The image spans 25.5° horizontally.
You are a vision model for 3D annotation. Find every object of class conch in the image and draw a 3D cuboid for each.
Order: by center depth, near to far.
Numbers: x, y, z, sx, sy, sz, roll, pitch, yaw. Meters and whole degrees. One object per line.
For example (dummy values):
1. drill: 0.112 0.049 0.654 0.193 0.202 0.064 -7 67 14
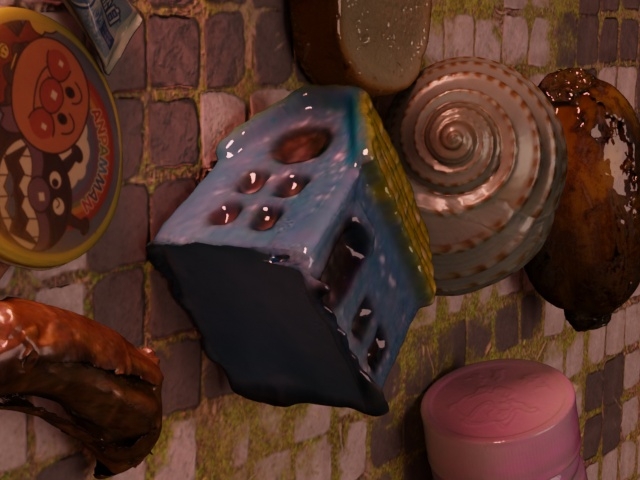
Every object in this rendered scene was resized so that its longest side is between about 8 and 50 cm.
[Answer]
1. conch: 0.196 -0.062 1.751 0.319 0.215 0.303 24 86 -54

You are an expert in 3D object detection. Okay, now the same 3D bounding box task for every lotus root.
1. lotus root: 0.374 -0.053 2.027 0.179 0.196 0.397 -36 127 -42

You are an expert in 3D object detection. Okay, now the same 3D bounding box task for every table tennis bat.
1. table tennis bat: -0.281 -0.102 1.165 0.368 0.054 0.224 22 68 -56

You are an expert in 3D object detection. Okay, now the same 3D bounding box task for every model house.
1. model house: 0.000 0.000 1.475 0.303 0.215 0.237 -61 140 -37

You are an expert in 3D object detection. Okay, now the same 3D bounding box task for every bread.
1. bread: 0.048 -0.273 1.610 0.236 0.070 0.236 -14 107 -56

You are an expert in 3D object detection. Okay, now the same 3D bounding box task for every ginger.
1. ginger: -0.232 0.124 1.240 0.133 0.107 0.309 -54 143 -2

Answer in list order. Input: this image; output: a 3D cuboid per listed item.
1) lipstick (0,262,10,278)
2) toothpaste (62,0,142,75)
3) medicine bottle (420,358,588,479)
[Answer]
1. lipstick: -0.274 0.014 1.227 0.094 0.019 0.019 -60 140 -32
2. toothpaste: -0.232 -0.258 1.218 0.268 0.047 0.069 58 14 -46
3. medicine bottle: 0.257 0.348 1.905 0.212 0.212 0.325 -38 127 -47
